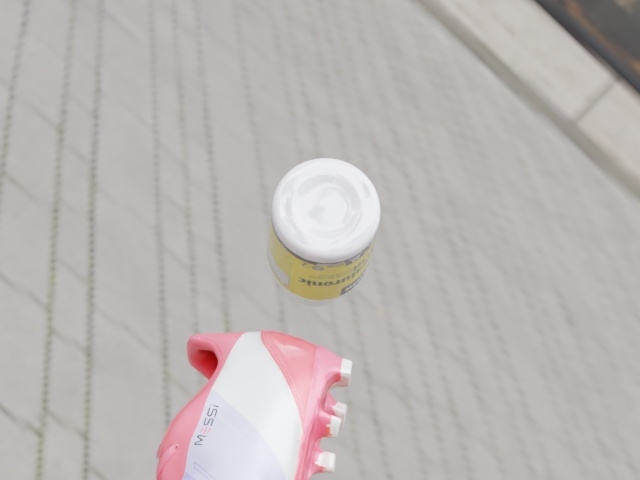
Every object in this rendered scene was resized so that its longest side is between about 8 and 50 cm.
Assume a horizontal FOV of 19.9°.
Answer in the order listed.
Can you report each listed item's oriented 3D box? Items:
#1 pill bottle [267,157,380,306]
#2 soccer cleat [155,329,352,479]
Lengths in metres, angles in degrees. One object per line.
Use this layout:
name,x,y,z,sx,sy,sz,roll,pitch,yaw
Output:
pill bottle,0.000,0.000,1.110,0.065,0.065,0.116,47,-16,12
soccer cleat,-0.050,0.140,0.901,0.095,0.083,0.248,10,44,8
